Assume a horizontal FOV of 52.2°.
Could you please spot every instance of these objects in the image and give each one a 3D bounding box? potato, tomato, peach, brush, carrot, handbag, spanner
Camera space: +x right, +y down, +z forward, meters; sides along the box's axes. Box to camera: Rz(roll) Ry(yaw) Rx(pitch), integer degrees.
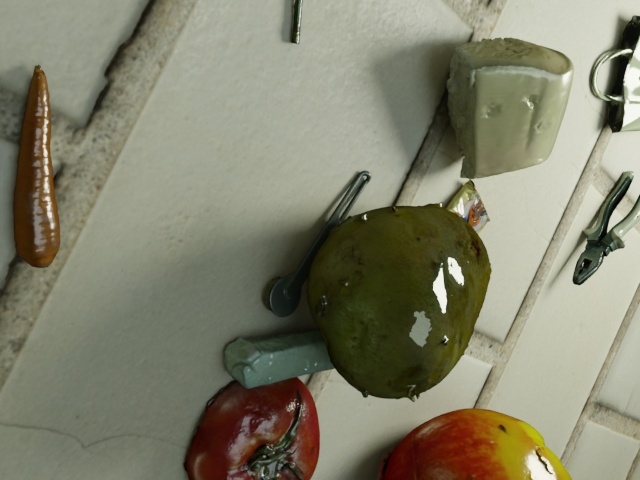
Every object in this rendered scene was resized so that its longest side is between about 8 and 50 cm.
[{"bbox_3d":[0.125,0.062,0.972,0.359,0.219,0.270,-41,110,-50],"label":"potato"},{"bbox_3d":[-0.083,0.317,0.978,0.228,0.101,0.228,-12,112,-33],"label":"tomato"},{"bbox_3d":[0.270,0.484,1.182,0.370,0.370,0.370,-14,114,-36],"label":"peach"},{"bbox_3d":[0.000,0.000,0.990,0.266,0.027,0.062,-56,131,-15],"label":"brush"},{"bbox_3d":[-0.304,-0.077,0.698,0.048,0.048,0.216,-4,102,-39],"label":"carrot"},{"bbox_3d":[0.708,-0.350,1.404,0.315,0.109,0.241,-6,108,-34],"label":"handbag"},{"bbox_3d":[0.659,-0.029,1.474,0.325,0.095,0.040,-52,130,-14],"label":"spanner"}]

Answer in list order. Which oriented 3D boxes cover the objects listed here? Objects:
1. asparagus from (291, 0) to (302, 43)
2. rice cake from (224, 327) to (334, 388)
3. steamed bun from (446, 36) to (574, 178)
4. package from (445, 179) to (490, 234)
[{"bbox_3d":[-0.029,-0.340,0.850,0.016,0.016,0.163,-5,110,-19],"label":"asparagus"},{"bbox_3d":[-0.047,0.171,0.978,0.206,0.069,0.063,-4,106,-41],"label":"rice cake"},{"bbox_3d":[0.294,-0.221,1.083,0.199,0.170,0.226,-4,129,-6],"label":"steamed bun"},{"bbox_3d":[0.258,-0.038,1.182,0.121,0.031,0.108,-47,128,-17],"label":"package"}]
